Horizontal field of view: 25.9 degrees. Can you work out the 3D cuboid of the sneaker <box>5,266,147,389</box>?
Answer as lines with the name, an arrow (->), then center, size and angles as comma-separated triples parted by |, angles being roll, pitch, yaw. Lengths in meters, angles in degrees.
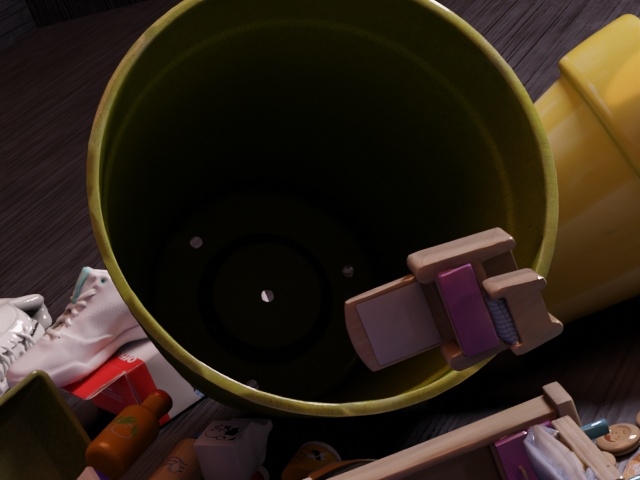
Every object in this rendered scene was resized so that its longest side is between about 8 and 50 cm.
sneaker -> -0.238, 0.077, 1.436 | 0.212, 0.094, 0.080 | -30, 25, -19

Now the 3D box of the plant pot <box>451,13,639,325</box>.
plant pot -> 0.259, -0.042, 1.301 | 0.239, 0.254, 0.254 | -35, 19, 9

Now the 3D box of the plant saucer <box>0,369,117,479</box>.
plant saucer -> -0.259, 0.236, 1.173 | 0.045, 0.188, 0.188 | -18, 18, 44

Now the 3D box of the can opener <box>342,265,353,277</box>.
can opener -> 0.000, 0.000, 1.633 | 0.074, 0.093, 0.280 | -33, 19, -25

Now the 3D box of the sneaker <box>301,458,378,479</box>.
sneaker -> -0.008, 0.251, 1.041 | 0.215, 0.084, 0.083 | -45, 29, -26

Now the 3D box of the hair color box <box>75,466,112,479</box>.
hair color box -> -0.134, 0.303, 0.907 | 0.185, 0.110, 0.339 | -51, 24, -3

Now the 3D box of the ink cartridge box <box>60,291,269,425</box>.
ink cartridge box -> -0.172, 0.125, 1.495 | 0.231, 0.078, 0.134 | -33, 24, -27

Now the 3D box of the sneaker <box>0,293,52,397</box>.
sneaker -> -0.395, 0.135, 1.660 | 0.118, 0.110, 0.292 | -11, 22, 3

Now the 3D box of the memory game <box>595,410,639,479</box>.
memory game -> 0.277, 0.169, 1.055 | 0.186, 0.012, 0.186 | -19, 22, 8

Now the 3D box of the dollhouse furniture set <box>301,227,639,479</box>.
dollhouse furniture set -> 0.092, 0.176, 0.835 | 0.198, 0.286, 0.303 | -22, 10, 0

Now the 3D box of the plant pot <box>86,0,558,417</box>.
plant pot -> -0.024, 0.004, 1.228 | 0.366, 0.366, 0.353 | -28, -10, -17

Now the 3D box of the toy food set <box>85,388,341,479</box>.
toy food set -> -0.073, 0.191, 1.197 | 0.232, 0.111, 0.104 | -4, 26, 29
